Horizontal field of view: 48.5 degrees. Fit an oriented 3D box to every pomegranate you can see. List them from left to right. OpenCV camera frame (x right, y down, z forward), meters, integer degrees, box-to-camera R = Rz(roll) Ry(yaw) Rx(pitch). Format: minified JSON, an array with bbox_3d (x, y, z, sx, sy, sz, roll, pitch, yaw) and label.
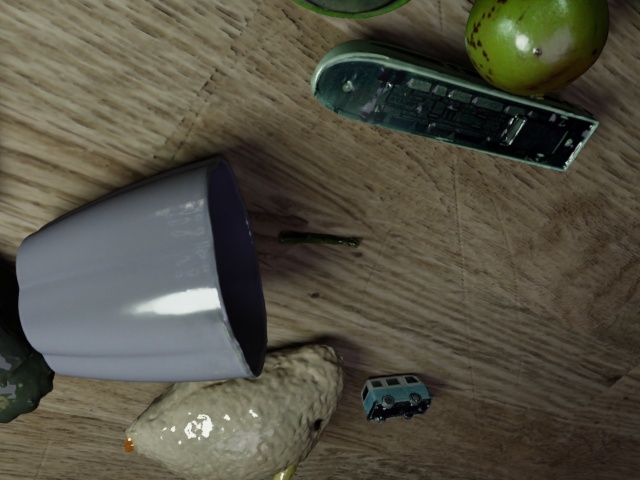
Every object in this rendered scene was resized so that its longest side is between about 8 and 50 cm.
[{"bbox_3d":[0.233,-0.258,0.793,0.159,0.159,0.205,-22,112,-2],"label":"pomegranate"}]

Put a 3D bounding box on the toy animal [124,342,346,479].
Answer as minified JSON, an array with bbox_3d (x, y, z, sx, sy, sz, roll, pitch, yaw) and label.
[{"bbox_3d":[-0.128,0.295,1.138,0.358,0.188,0.227,-8,129,-15],"label":"toy animal"}]

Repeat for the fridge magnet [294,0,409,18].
[{"bbox_3d":[0.029,-0.286,0.674,0.207,0.088,0.208,2,161,1],"label":"fridge magnet"}]

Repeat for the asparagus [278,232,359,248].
[{"bbox_3d":[0.000,0.000,1.027,0.127,0.018,0.015,3,165,-25],"label":"asparagus"}]

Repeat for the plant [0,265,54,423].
[{"bbox_3d":[-0.419,0.110,0.862,0.141,0.164,0.256,-24,125,0],"label":"plant"}]

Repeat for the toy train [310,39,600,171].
[{"bbox_3d":[0.160,-0.173,0.873,0.406,0.088,0.086,9,126,-29],"label":"toy train"}]

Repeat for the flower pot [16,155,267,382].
[{"bbox_3d":[-0.204,0.054,0.843,0.243,0.265,0.265,-13,137,5],"label":"flower pot"}]

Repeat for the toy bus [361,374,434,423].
[{"bbox_3d":[0.140,0.290,1.324,0.122,0.075,0.060,-1,133,-22],"label":"toy bus"}]
